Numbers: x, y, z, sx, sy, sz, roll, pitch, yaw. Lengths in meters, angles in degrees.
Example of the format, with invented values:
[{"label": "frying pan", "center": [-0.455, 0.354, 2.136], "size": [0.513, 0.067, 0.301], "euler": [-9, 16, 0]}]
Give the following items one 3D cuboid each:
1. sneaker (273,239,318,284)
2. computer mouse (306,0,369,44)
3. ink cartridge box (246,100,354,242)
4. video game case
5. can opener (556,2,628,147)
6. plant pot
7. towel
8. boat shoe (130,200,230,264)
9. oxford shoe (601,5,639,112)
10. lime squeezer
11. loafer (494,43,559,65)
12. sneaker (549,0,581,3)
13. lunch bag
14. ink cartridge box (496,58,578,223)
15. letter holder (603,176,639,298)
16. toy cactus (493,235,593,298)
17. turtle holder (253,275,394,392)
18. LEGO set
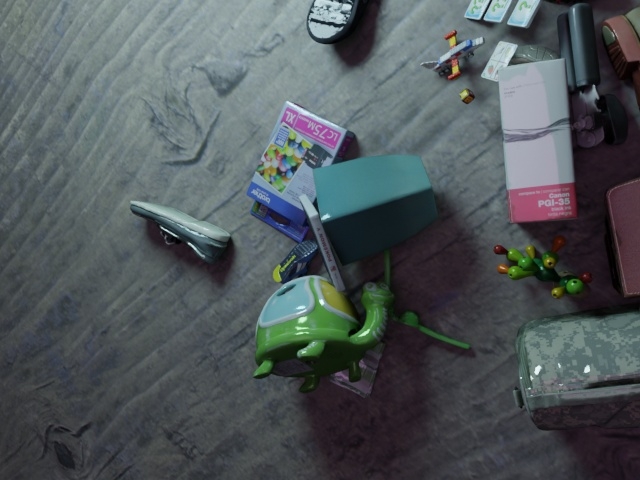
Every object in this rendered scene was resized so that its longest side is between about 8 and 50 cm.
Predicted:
[{"label": "sneaker", "center": [-0.055, 0.057, 1.284], "size": [0.144, 0.059, 0.053], "euler": [-43, 47, 4]}, {"label": "computer mouse", "center": [0.067, -0.570, 1.174], "size": [0.189, 0.072, 0.272], "euler": [28, 92, 21]}, {"label": "ink cartridge box", "center": [-0.065, -0.167, 1.265], "size": [0.186, 0.065, 0.311], "euler": [31, 107, 19]}, {"label": "video game case", "center": [0.000, 0.000, 1.145], "size": [0.023, 0.201, 0.183], "euler": [-21, 109, -3]}, {"label": "can opener", "center": [0.527, -0.319, 0.995], "size": [0.093, 0.074, 0.280], "euler": [-12, 91, -10]}, {"label": "plant pot", "center": [0.125, -0.082, 1.104], "size": [0.235, 0.165, 0.165], "euler": [-16, 49, 9]}, {"label": "towel", "center": [0.089, 0.302, 1.252], "size": [0.113, 0.023, 0.151], "euler": [19, 101, 21]}, {"label": "boat shoe", "center": [-0.403, -0.028, 1.394], "size": [0.320, 0.116, 0.098], "euler": [21, 99, 16]}, {"label": "oxford shoe", "center": [0.646, -0.275, 0.910], "size": [0.130, 0.123, 0.348], "euler": [-24, 85, 18]}, {"label": "lime squeezer", "center": [0.207, 0.153, 1.182], "size": [0.110, 0.059, 0.310], "euler": [-35, 77, -8]}, {"label": "loafer", "center": [0.425, -0.379, 1.048], "size": [0.125, 0.039, 0.045], "euler": [17, 68, 19]}, {"label": "sneaker", "center": [0.436, -0.560, 0.989], "size": [0.262, 0.104, 0.125], "euler": [29, 103, 19]}, {"label": "lunch bag", "center": [0.522, 0.244, 0.929], "size": [0.305, 0.256, 0.212], "euler": [-14, 89, 24]}, {"label": "ink cartridge box", "center": [0.415, -0.179, 0.969], "size": [0.117, 0.207, 0.282], "euler": [-4, 93, 23]}, {"label": "letter holder", "center": [0.680, -0.028, 0.898], "size": [0.302, 0.152, 0.214], "euler": [-11, 88, 24]}, {"label": "toy cactus", "center": [0.465, 0.061, 1.009], "size": [0.181, 0.219, 0.112], "euler": [24, 88, -21]}, {"label": "turtle holder", "center": [-0.009, 0.194, 1.165], "size": [0.320, 0.244, 0.227], "euler": [-45, 38, 44]}, {"label": "LEGO set", "center": [0.320, -0.411, 1.036], "size": [0.182, 0.060, 0.244], "euler": [45, 115, 49]}]
